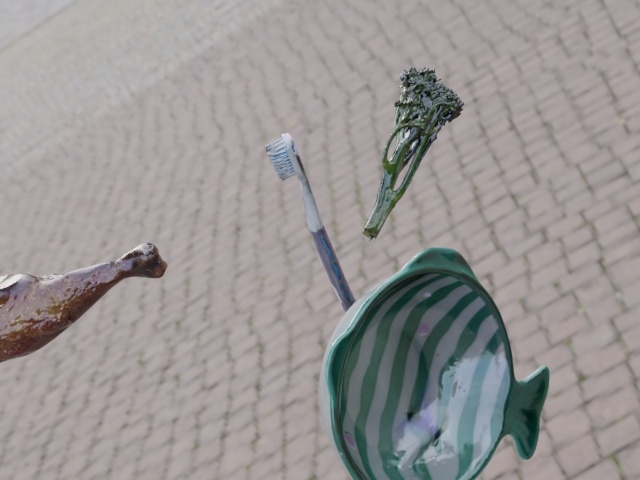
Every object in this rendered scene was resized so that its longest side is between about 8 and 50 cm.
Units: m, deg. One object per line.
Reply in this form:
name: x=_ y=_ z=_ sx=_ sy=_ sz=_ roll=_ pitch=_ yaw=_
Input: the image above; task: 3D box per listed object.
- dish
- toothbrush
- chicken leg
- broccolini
dish: x=0.076 y=0.119 z=1.128 sx=0.078 sy=0.246 sz=0.224 roll=4 pitch=78 yaw=52
toothbrush: x=0.000 y=0.000 z=1.281 sx=0.026 sy=0.288 sz=0.024 roll=-23 pitch=51 yaw=1
chicken leg: x=-0.204 y=0.044 z=0.921 sx=0.219 sy=0.048 sz=0.089 roll=-14 pitch=31 yaw=34
broccolini: x=0.091 y=-0.094 z=1.513 sx=0.074 sy=0.058 sz=0.201 roll=23 pitch=88 yaw=34
